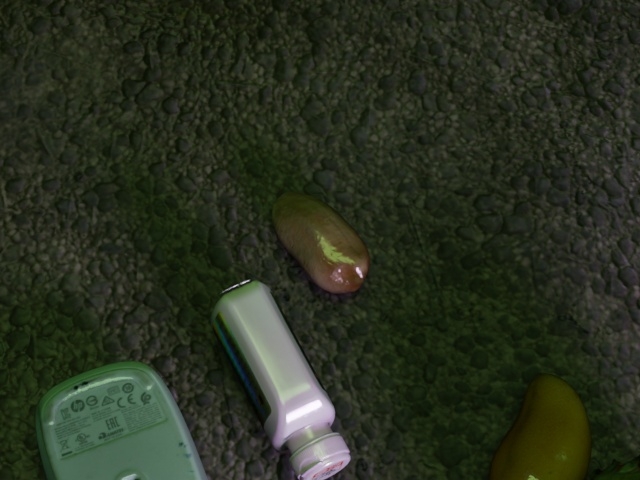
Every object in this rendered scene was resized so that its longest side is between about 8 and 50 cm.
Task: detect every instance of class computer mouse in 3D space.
[{"bbox_3d":[-0.200,0.266,1.607,0.159,0.097,0.288,-21,57,-11],"label":"computer mouse"}]

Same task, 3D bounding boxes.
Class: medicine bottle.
[{"bbox_3d":[-0.043,0.158,1.653,0.078,0.115,0.219,-24,69,-15],"label":"medicine bottle"}]

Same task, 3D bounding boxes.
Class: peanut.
[{"bbox_3d":[0.000,0.000,1.754,0.076,0.076,0.152,-33,65,-17],"label":"peanut"}]

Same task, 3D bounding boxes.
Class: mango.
[{"bbox_3d":[0.244,0.234,1.656,0.102,0.085,0.184,17,55,8],"label":"mango"}]

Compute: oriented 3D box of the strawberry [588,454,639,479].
[{"bbox_3d":[0.337,0.376,1.521,0.250,0.238,0.288,-28,91,10],"label":"strawberry"}]
